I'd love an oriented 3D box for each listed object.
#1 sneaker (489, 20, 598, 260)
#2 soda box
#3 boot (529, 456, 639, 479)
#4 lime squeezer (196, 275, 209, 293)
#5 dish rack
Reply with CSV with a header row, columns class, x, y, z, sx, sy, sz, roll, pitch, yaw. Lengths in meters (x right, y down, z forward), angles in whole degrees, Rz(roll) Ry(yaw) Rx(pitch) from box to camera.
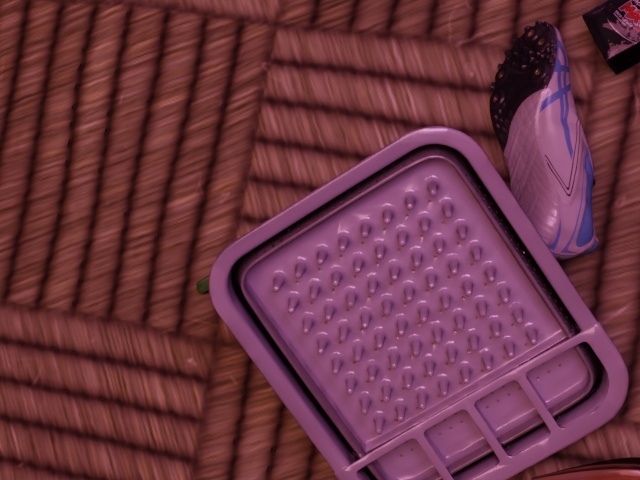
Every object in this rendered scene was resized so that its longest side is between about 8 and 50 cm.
class,x,y,z,sx,sy,sz,roll,pitch,yaw
sneaker,0.216,-0.093,1.502,0.085,0.086,0.237,-22,62,44
soda box,0.333,-0.223,1.477,0.169,0.060,0.053,-29,72,13
boot,0.315,0.306,1.410,0.283,0.109,0.220,0,87,12
lime squeezer,0.000,0.000,1.536,0.310,0.110,0.059,-15,94,17
dish rack,0.090,0.076,1.458,0.285,0.072,0.333,-31,106,14
